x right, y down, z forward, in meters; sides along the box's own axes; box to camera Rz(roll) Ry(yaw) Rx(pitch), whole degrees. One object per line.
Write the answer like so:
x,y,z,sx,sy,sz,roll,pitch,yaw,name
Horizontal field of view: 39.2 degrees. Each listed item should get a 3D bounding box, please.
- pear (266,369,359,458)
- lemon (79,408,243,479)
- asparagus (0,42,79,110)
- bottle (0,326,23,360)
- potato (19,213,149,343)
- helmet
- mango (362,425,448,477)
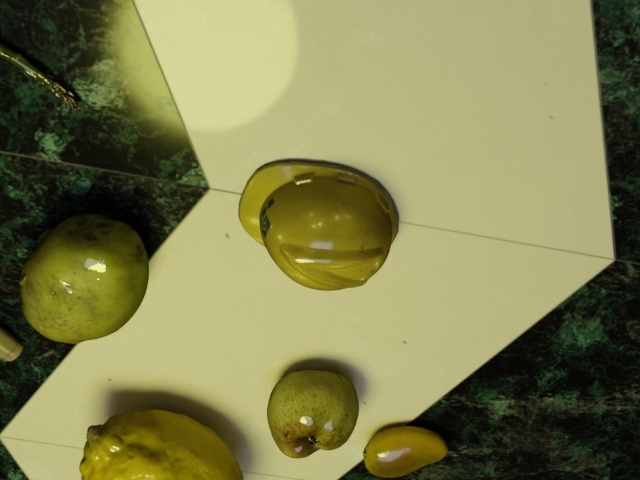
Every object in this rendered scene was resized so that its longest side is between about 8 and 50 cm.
-0.013,0.307,1.601,0.167,0.136,0.167,0,132,0,pear
-0.284,0.450,1.644,0.286,0.285,0.316,-8,104,7,lemon
-0.441,-0.260,1.256,0.249,0.024,0.025,34,163,-22,asparagus
-0.568,0.171,1.569,0.045,0.045,0.096,-31,122,22,bottle
-0.372,0.061,1.417,0.197,0.148,0.228,-1,130,-14,potato
0.000,0.000,1.375,0.257,0.140,0.205,16,126,-14,helmet
0.161,0.400,1.708,0.161,0.076,0.103,-11,121,5,mango
